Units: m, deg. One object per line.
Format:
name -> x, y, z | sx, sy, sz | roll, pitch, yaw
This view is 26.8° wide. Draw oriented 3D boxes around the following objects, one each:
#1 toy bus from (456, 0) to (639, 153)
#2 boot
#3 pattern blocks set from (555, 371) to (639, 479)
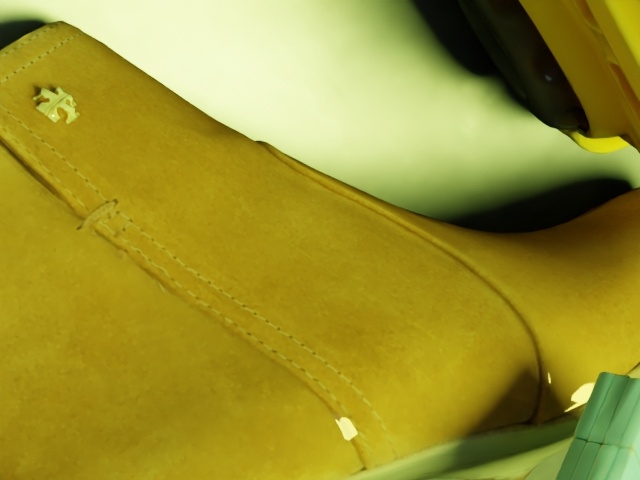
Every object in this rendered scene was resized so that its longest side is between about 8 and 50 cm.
toy bus -> 0.104, -0.110, 0.368 | 0.149, 0.211, 0.220 | -32, 115, 7
boot -> -0.001, 0.001, 0.426 | 0.211, 0.104, 0.295 | 44, 48, 2
pattern blocks set -> 0.036, 0.208, 0.327 | 0.325, 0.026, 0.285 | -50, 134, -37
